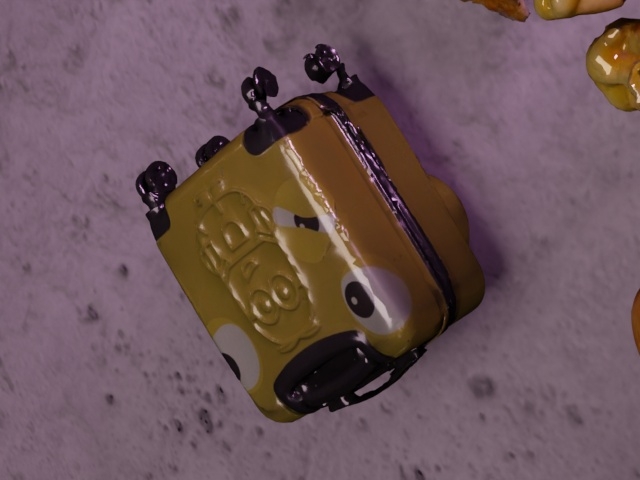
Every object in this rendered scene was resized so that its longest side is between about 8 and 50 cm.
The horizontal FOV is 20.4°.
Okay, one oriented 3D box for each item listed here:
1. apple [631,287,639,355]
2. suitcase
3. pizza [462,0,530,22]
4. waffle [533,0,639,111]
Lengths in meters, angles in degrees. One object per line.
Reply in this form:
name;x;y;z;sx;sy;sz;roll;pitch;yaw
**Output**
apple;0.258;0.041;1.077;0.146;0.146;0.146;20;122;35
suitcase;0.000;0.000;1.297;0.194;0.143;0.235;-36;83;45
pizza;0.078;-0.223;1.179;0.199;0.062;0.188;47;147;7
waffle;0.282;-0.165;0.873;0.324;0.261;0.151;-5;114;47
